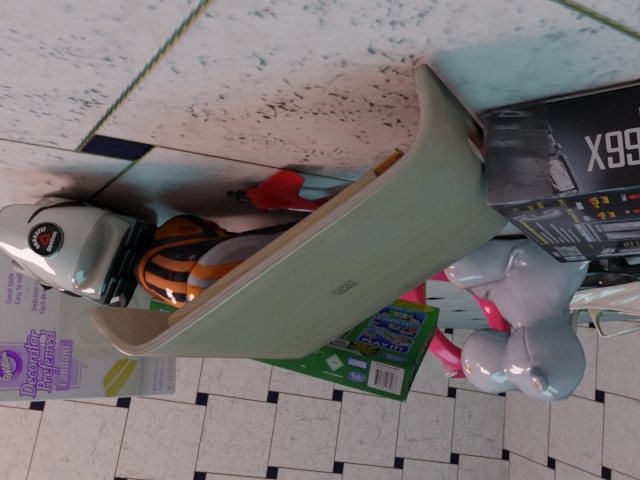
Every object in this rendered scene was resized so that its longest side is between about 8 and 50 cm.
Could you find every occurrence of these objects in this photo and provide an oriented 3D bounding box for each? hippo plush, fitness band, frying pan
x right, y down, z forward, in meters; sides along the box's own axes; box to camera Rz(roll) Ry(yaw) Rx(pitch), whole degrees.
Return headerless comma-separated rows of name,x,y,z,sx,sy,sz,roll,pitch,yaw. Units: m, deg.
hippo plush,0.327,0.118,0.962,0.294,0.236,0.234,-8,166,36
fitness band,0.241,0.131,1.110,0.291,0.209,0.054,10,143,-45
frying pan,0.459,0.051,1.116,0.197,0.053,0.326,-2,167,10

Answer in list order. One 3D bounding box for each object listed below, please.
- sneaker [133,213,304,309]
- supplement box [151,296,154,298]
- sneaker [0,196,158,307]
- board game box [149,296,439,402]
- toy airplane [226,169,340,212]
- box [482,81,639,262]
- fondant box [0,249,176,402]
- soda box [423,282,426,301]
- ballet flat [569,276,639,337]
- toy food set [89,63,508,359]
sneaker,-0.079,0.012,0.783,0.180,0.124,0.321,15,-169,38
supplement box,-0.171,0.093,0.998,0.080,0.078,0.233,-6,-160,-43
sneaker,-0.281,0.007,0.758,0.146,0.122,0.330,19,168,-6
board game box,-0.023,0.099,0.818,0.317,0.046,0.213,12,-164,16
toy airplane,-0.025,-0.041,0.679,0.151,0.028,0.151,0,171,0
box,0.296,-0.045,0.538,0.242,0.076,0.307,-6,167,29
fondant box,-0.403,0.146,1.087,0.330,0.238,0.096,10,166,-44
soda box,0.136,0.105,1.358,0.058,0.061,0.181,10,165,-39
ballet flat,0.596,0.154,1.445,0.400,0.139,0.139,-9,166,38
toy food set,0.000,0.000,0.524,0.306,0.092,0.220,-36,155,18
